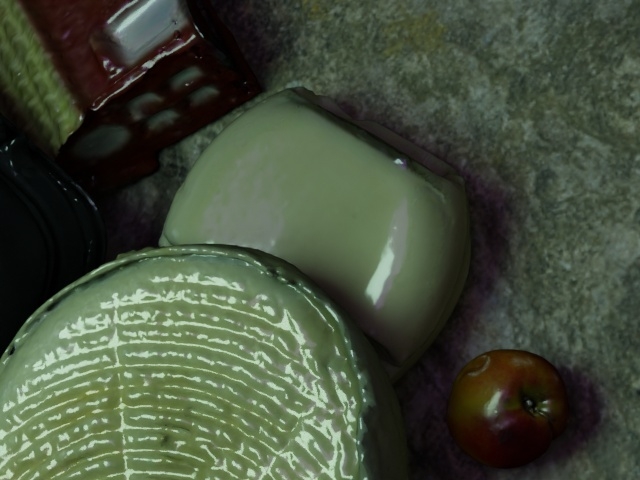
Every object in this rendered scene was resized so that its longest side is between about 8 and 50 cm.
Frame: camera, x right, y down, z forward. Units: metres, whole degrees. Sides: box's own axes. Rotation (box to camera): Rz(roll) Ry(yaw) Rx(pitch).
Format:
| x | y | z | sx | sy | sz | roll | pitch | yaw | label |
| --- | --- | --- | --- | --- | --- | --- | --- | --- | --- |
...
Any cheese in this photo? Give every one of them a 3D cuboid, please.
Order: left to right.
| x | y | z | sx | sy | sz | roll | pitch | yaw | label |
| --- | --- | --- | --- | --- | --- | --- | --- | --- | --- |
| 0.000 | 0.000 | 1.619 | 0.266 | 0.127 | 0.233 | 29 | 90 | 27 | cheese |

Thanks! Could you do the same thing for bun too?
| x | y | z | sx | sy | sz | roll | pitch | yaw | label |
| --- | --- | --- | --- | --- | --- | --- | --- | --- | --- |
| -0.097 | 0.186 | 1.527 | 0.364 | 0.202 | 0.364 | -3 | 79 | 15 | bun |

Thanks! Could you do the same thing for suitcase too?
| x | y | z | sx | sy | sz | roll | pitch | yaw | label |
| --- | --- | --- | --- | --- | --- | --- | --- | --- | --- |
| -0.363 | 0.002 | 1.656 | 0.345 | 0.188 | 0.339 | 43 | 128 | 26 | suitcase |

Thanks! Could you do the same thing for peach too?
| x | y | z | sx | sy | sz | roll | pitch | yaw | label |
| --- | --- | --- | --- | --- | --- | --- | --- | --- | --- |
| 0.152 | 0.137 | 1.543 | 0.101 | 0.101 | 0.100 | -5 | 73 | 19 | peach |

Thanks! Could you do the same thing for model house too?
| x | y | z | sx | sy | sz | roll | pitch | yaw | label |
| --- | --- | --- | --- | --- | --- | --- | --- | --- | --- |
| -0.212 | -0.161 | 1.725 | 0.254 | 0.160 | 0.196 | -34 | 67 | 11 | model house |
